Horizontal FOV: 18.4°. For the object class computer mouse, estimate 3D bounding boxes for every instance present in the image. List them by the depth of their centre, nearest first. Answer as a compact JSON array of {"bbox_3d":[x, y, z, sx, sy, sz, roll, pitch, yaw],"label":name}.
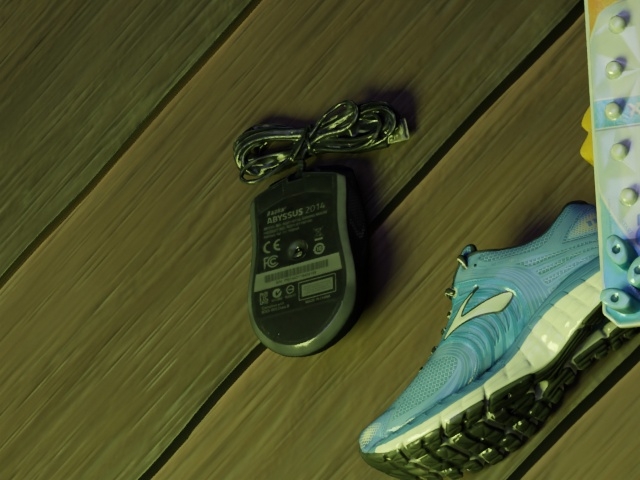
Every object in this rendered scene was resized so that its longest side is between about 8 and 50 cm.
[{"bbox_3d":[0.000,0.000,1.962,0.188,0.072,0.272,-10,59,24],"label":"computer mouse"}]

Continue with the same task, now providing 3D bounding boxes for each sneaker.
[{"bbox_3d":[0.162,0.092,1.838,0.330,0.130,0.147,-41,56,0],"label":"sneaker"}]

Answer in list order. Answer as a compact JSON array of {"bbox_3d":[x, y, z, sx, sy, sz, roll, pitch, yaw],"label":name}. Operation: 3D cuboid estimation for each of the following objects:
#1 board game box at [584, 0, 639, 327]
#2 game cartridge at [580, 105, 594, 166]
[{"bbox_3d":[0.416,-0.137,1.689,0.390,0.050,0.390,-7,76,22],"label":"board game box"},{"bbox_3d":[0.421,-0.142,1.788,0.323,0.052,0.285,30,89,40],"label":"game cartridge"}]
